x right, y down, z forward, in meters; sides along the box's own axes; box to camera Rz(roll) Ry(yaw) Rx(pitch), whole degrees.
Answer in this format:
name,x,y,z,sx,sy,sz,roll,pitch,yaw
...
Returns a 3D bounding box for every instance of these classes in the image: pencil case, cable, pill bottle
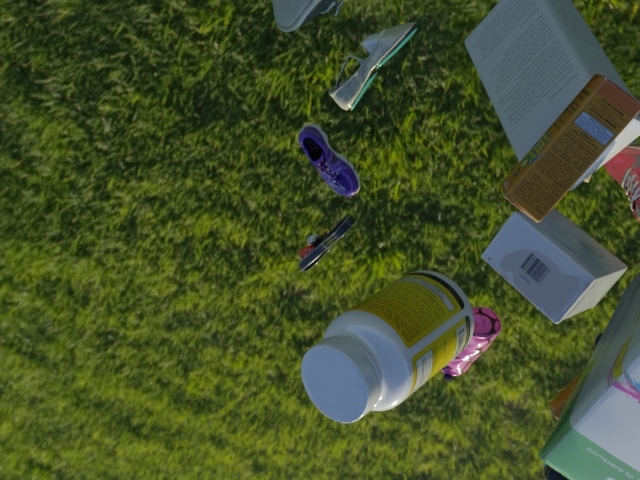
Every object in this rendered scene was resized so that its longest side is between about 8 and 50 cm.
name,x,y,z,sx,sy,sz,roll,pitch,yaw
pencil case,0.330,0.234,1.596,0.098,0.095,0.209,10,140,-9
cable,0.000,0.000,1.754,0.072,0.139,0.287,46,161,3
pill bottle,0.124,0.190,1.265,0.187,0.333,0.188,17,117,36

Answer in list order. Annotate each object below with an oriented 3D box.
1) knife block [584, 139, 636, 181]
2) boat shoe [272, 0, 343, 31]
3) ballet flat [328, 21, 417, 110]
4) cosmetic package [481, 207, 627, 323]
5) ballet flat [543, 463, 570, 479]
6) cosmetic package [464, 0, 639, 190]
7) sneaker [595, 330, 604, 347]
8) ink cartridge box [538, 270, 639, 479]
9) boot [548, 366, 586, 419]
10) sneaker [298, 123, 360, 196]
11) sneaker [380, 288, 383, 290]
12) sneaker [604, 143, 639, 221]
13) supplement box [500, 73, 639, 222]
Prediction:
name,x,y,z,sx,sy,sz,roll,pitch,yaw
knife block,0.666,-0.278,1.787,0.275,0.088,0.242,23,146,21
boat shoe,-0.008,-0.384,1.043,0.079,0.254,0.095,-19,91,-20
ballet flat,0.103,-0.389,1.498,0.086,0.086,0.248,33,122,-15
cosmetic package,0.526,0.046,1.557,0.224,0.224,0.138,46,120,27
ballet flat,0.614,0.465,1.508,0.095,0.096,0.280,17,125,-42
cosmetic package,0.518,-0.366,1.578,0.161,0.454,0.230,13,138,-32
sneaker,0.921,0.273,1.892,0.295,0.178,0.124,7,110,37
ink cartridge box,0.213,0.036,0.347,0.093,0.154,0.212,31,144,19
boot,0.459,0.220,1.106,0.211,0.104,0.295,-35,145,9
sneaker,0.010,-0.148,1.369,0.068,0.071,0.170,-36,105,24
sneaker,0.157,0.191,1.580,0.118,0.279,0.107,13,114,31
sneaker,0.747,-0.107,1.570,0.136,0.314,0.116,-27,141,-17
supplement box,0.388,-0.144,1.094,0.080,0.078,0.233,34,110,-3
